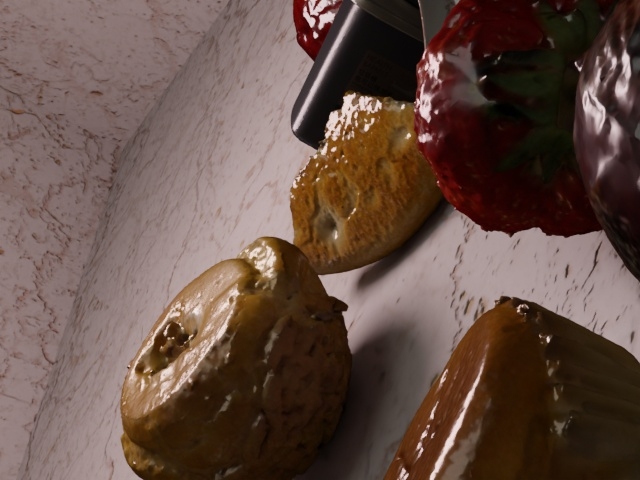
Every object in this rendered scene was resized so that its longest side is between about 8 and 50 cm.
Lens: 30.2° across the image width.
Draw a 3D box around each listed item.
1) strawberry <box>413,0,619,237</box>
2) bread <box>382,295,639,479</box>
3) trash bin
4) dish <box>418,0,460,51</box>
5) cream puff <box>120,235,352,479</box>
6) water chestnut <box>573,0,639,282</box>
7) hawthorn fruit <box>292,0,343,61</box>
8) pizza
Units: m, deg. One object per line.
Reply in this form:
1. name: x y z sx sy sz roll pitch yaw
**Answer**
1. strawberry: 0.201 -0.121 1.121 0.257 0.257 0.277 -67 10 -12
2. bread: 0.122 0.230 0.944 0.389 0.183 0.236 -68 17 -14
3. trash bin: 0.096 -0.244 1.603 0.290 0.209 0.182 -60 13 25
4. dish: 0.179 -0.290 1.410 0.151 0.077 0.212 -37 54 55
5. cream puff: -0.090 0.177 1.473 0.343 0.231 0.327 -59 19 -21
6. water chestnut: 0.329 -0.043 0.695 0.350 0.350 0.302 -86 -11 -49
7. hawthorn fruit: 0.071 -0.328 1.801 0.230 0.210 0.266 -30 49 35
8. pizza: 0.064 -0.080 1.527 0.074 0.182 0.365 -23 -26 -49
